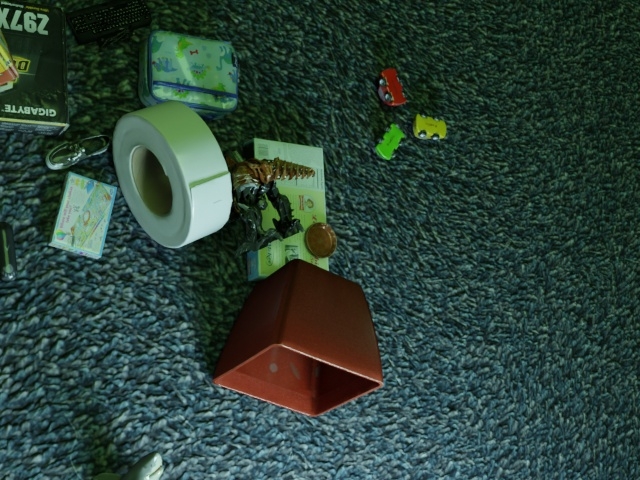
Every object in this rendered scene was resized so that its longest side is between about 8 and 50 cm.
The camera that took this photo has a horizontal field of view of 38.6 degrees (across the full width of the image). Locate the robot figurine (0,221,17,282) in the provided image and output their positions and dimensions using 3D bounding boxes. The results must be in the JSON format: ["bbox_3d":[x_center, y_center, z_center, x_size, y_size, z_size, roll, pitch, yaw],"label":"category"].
[{"bbox_3d":[-0.669,0.039,1.617,0.209,0.173,0.278,4,76,-44],"label":"robot figurine"}]

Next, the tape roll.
[{"bbox_3d":[-0.299,-0.131,1.826,0.100,0.286,0.286,-25,92,-35],"label":"tape roll"}]

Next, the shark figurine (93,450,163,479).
[{"bbox_3d":[-0.403,0.505,1.731,0.116,0.166,0.278,35,77,8],"label":"shark figurine"}]

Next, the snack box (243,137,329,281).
[{"bbox_3d":[-0.078,-0.064,2.085,0.187,0.060,0.322,5,75,-32],"label":"snack box"}]

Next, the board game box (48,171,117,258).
[{"bbox_3d":[-0.479,-0.050,1.846,0.103,0.026,0.154,19,68,-27],"label":"board game box"}]

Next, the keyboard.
[{"bbox_3d":[-0.444,-0.473,1.971,0.192,0.038,0.100,-28,94,-34],"label":"keyboard"}]

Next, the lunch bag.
[{"bbox_3d":[-0.288,-0.360,2.012,0.219,0.090,0.176,7,77,-30],"label":"lunch bag"}]

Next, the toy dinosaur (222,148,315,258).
[{"bbox_3d":[-0.142,-0.092,1.893,0.164,0.322,0.218,-21,94,-26],"label":"toy dinosaur"}]

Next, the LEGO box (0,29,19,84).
[{"bbox_3d":[-0.723,-0.343,1.407,0.372,0.500,0.193,-24,85,-10],"label":"LEGO box"}]

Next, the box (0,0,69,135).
[{"bbox_3d":[-0.660,-0.347,1.777,0.322,0.079,0.257,3,75,-32],"label":"box"}]

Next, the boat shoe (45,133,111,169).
[{"bbox_3d":[-0.493,-0.186,1.863,0.142,0.040,0.049,-28,94,-35],"label":"boat shoe"}]

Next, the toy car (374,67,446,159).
[{"bbox_3d":[0.193,-0.290,2.322,0.239,0.053,0.225,43,60,-16],"label":"toy car"}]

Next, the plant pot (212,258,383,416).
[{"bbox_3d":[-0.040,0.197,1.940,0.267,0.267,0.236,23,54,-26],"label":"plant pot"}]

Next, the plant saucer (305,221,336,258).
[{"bbox_3d":[0.000,0.000,2.076,0.083,0.013,0.083,9,74,-33],"label":"plant saucer"}]
